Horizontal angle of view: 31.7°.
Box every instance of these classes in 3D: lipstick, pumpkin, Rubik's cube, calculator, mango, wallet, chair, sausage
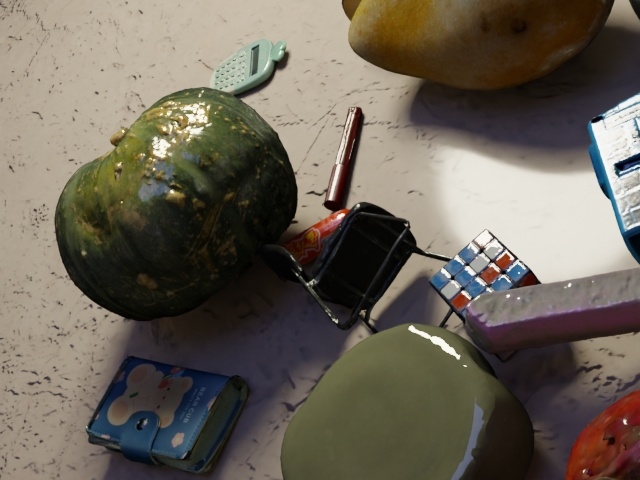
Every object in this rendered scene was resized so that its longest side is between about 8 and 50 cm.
[{"bbox_3d":[0.035,-0.119,1.583,0.027,0.027,0.177,-8,52,32],"label":"lipstick"},{"bbox_3d":[-0.191,-0.045,1.506,0.327,0.257,0.291,-33,12,44],"label":"pumpkin"},{"bbox_3d":[0.196,0.062,1.270,0.092,0.092,0.092,-42,43,2],"label":"Rubik's cube"},{"bbox_3d":[-0.118,-0.280,1.821,0.153,0.021,0.095,-20,48,25],"label":"calculator"},{"bbox_3d":[0.205,-0.300,1.461,0.383,0.199,0.222,-8,75,38],"label":"mango"},{"bbox_3d":[-0.204,0.227,1.470,0.202,0.059,0.141,5,55,37],"label":"wallet"},{"bbox_3d":[0.048,0.029,1.367,0.145,0.140,0.221,-57,40,0],"label":"chair"},{"bbox_3d":[0.000,0.000,1.502,0.145,0.048,0.050,-29,51,12],"label":"sausage"}]

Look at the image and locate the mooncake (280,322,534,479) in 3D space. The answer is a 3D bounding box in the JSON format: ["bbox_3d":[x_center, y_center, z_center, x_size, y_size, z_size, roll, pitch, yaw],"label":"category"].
[{"bbox_3d":[0.094,0.225,1.195,0.274,0.135,0.275,-22,49,27],"label":"mooncake"}]

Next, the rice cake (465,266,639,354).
[{"bbox_3d":[0.326,0.059,1.141,0.364,0.073,0.056,-10,54,11],"label":"rice cake"}]

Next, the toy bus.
[{"bbox_3d":[0.364,-0.071,1.248,0.106,0.090,0.185,-25,47,22],"label":"toy bus"}]

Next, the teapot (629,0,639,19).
[{"bbox_3d":[0.475,-0.405,1.334,0.300,0.253,0.344,-2,44,-5],"label":"teapot"}]

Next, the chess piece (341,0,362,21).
[{"bbox_3d":[0.164,-0.487,1.703,0.117,0.117,0.397,9,63,41],"label":"chess piece"}]

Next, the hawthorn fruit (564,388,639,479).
[{"bbox_3d":[0.308,0.229,0.912,0.276,0.307,0.276,-20,59,36],"label":"hawthorn fruit"}]
